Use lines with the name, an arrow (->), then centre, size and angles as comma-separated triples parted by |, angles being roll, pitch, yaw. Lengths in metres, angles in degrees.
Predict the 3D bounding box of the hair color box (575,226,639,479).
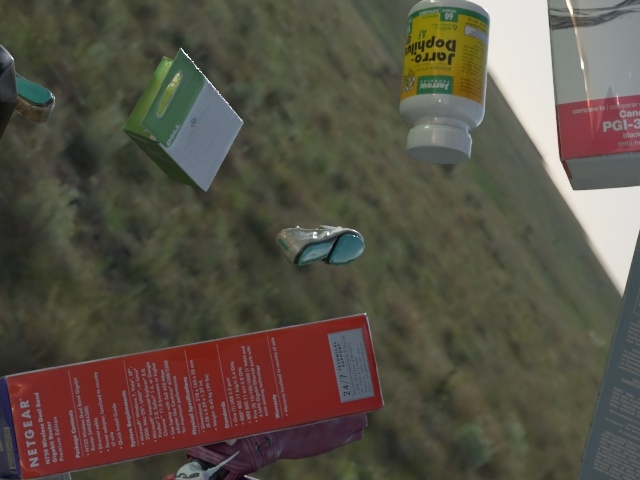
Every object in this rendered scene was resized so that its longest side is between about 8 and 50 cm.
hair color box -> 0.357, 0.106, 1.371 | 0.113, 0.375, 0.185 | 22, 36, 23

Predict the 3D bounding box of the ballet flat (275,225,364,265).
ballet flat -> 0.000, 0.000, 1.806 | 0.052, 0.057, 0.168 | 41, 18, 23

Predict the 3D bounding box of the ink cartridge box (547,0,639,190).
ink cartridge box -> 0.326, -0.214, 1.608 | 0.207, 0.117, 0.283 | 27, 60, -73

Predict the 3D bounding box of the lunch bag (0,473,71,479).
lunch bag -> -0.448, 0.414, 1.840 | 0.235, 0.169, 0.287 | 3, 90, -37

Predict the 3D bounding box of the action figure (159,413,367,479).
action figure -> -0.106, 0.302, 2.260 | 0.275, 0.370, 0.248 | 38, -32, 54

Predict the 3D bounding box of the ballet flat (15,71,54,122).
ballet flat -> -0.554, -0.267, 2.475 | 0.206, 0.073, 0.067 | 35, -40, 20

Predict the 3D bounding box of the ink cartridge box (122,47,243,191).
ink cartridge box -> -0.180, -0.155, 1.758 | 0.062, 0.109, 0.209 | 23, -12, 25

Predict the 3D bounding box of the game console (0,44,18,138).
game console -> -0.463, -0.067, 1.404 | 0.044, 0.361, 0.213 | 55, -21, 5

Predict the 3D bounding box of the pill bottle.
pill bottle -> 0.169, -0.215, 1.924 | 0.117, 0.117, 0.208 | 37, 57, -66

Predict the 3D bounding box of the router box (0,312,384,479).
router box -> -0.148, 0.142, 1.241 | 0.335, 0.301, 0.082 | 157, -77, -68
